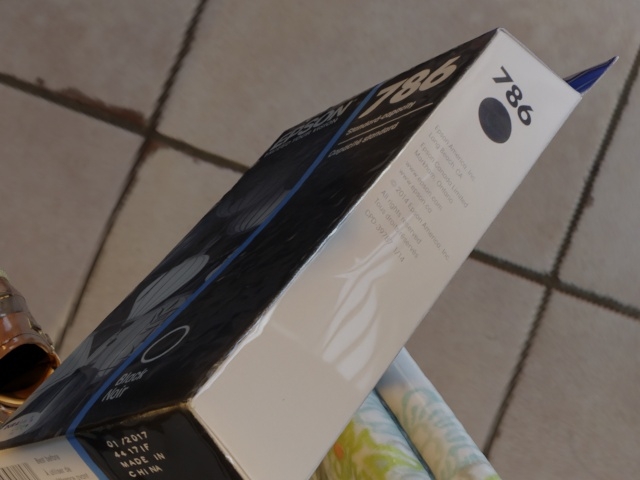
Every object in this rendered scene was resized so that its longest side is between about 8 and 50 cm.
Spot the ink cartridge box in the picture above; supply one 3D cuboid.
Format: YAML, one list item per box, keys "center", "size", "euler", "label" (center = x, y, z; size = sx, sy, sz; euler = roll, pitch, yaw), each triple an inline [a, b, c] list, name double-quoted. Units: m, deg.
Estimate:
- center: [0.000, 0.000, 0.638]
  size: [0.165, 0.332, 0.065]
  euler: [-21, 110, 45]
  label: "ink cartridge box"

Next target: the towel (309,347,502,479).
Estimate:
- center: [0.031, 0.234, 0.929]
  size: [0.090, 0.320, 0.374]
  euler: [-10, 33, -19]
  label: "towel"

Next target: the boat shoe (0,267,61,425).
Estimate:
- center: [-0.180, 0.074, 0.787]
  size: [0.064, 0.178, 0.060]
  euler: [-37, 70, -18]
  label: "boat shoe"
